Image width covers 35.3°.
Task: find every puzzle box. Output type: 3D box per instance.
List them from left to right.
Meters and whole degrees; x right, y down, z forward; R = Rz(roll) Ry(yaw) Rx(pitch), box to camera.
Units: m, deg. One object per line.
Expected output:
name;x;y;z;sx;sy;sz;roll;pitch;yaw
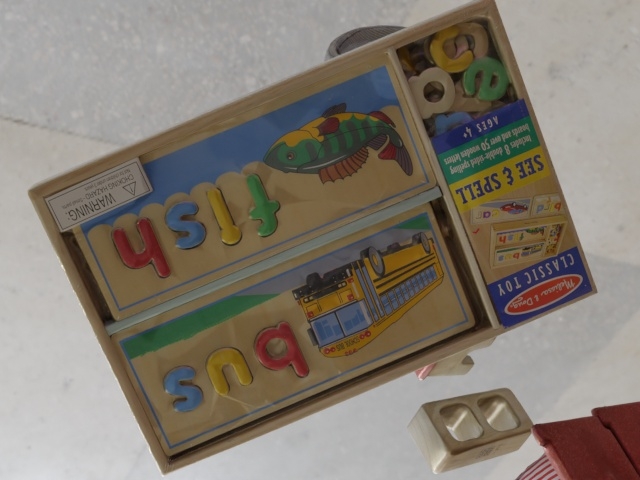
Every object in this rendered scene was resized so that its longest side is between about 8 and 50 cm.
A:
puzzle box;0.000;0.000;0.845;0.408;0.052;0.272;-23;103;-2

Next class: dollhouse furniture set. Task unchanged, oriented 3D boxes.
dollhouse furniture set;0.170;0.154;0.963;0.152;0.374;0.201;-5;142;-33

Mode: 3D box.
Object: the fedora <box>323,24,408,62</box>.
fedora;0.104;-0.198;1.333;0.243;0.275;0.124;-40;150;-41
